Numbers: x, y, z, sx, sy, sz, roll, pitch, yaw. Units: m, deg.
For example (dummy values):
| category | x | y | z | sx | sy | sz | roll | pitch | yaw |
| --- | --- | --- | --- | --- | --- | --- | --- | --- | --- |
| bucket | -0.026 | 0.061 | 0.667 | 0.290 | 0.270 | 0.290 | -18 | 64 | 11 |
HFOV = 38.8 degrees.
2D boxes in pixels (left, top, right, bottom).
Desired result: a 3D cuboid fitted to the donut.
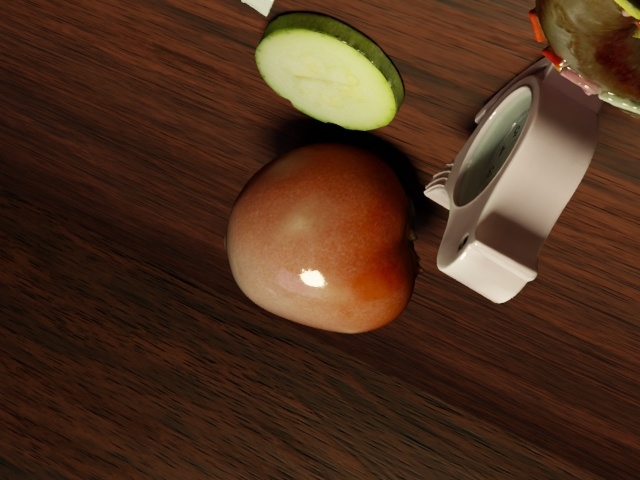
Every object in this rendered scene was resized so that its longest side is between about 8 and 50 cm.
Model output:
| category | x | y | z | sx | sy | sz | roll | pitch | yaw |
| --- | --- | --- | --- | --- | --- | --- | --- | --- | --- |
| donut | 0.323 | -0.173 | 0.762 | 0.345 | 0.136 | 0.259 | 27 | 169 | -2 |

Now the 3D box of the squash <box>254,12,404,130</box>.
| category | x | y | z | sx | sy | sz | roll | pitch | yaw |
| --- | --- | --- | --- | --- | --- | --- | --- | --- | --- |
| squash | 0.017 | -0.232 | 1.261 | 0.219 | 0.041 | 0.219 | 22 | 158 | 9 |

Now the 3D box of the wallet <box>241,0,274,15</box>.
| category | x | y | z | sx | sy | sz | roll | pitch | yaw |
| --- | --- | --- | --- | --- | --- | --- | --- | --- | --- |
| wallet | -0.080 | -0.325 | 1.192 | 0.044 | 0.011 | 0.083 | 31 | 161 | -5 |

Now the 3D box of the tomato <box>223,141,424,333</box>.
| category | x | y | z | sx | sy | sz | roll | pitch | yaw |
| --- | --- | --- | --- | --- | --- | --- | --- | --- | --- |
| tomato | 0.000 | 0.000 | 1.445 | 0.321 | 0.321 | 0.321 | 26 | 161 | 10 |

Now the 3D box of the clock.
| category | x | y | z | sx | sy | sz | roll | pitch | yaw |
| --- | --- | --- | --- | --- | --- | --- | --- | --- | --- |
| clock | 0.201 | -0.060 | 1.064 | 0.080 | 0.275 | 0.290 | 28 | 165 | -9 |
